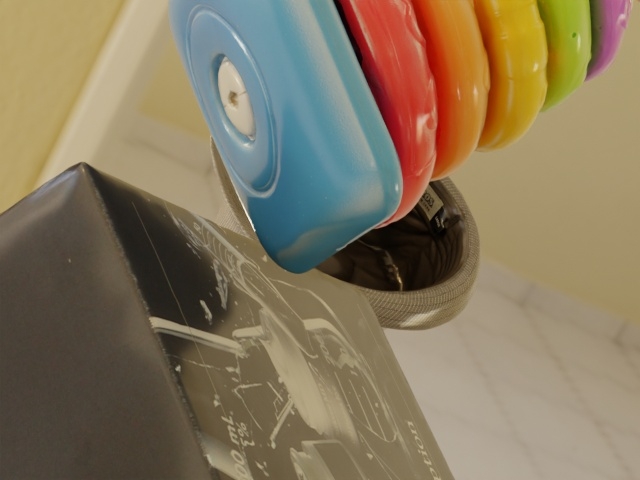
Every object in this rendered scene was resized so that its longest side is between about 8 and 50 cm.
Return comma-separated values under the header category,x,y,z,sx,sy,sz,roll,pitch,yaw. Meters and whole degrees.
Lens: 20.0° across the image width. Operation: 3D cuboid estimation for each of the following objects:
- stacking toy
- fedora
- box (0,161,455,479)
category,x,y,z,sx,sy,sz,roll,pitch,yaw
stacking toy,0.090,-0.115,0.883,0.166,0.301,0.175,67,-20,5
fedora,0.000,0.000,1.535,0.275,0.124,0.244,1,52,-39
box,-0.043,0.179,0.896,0.312,0.179,0.343,24,36,-61
